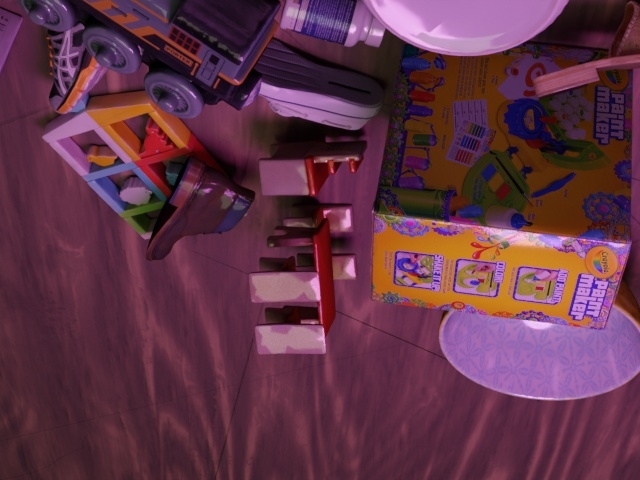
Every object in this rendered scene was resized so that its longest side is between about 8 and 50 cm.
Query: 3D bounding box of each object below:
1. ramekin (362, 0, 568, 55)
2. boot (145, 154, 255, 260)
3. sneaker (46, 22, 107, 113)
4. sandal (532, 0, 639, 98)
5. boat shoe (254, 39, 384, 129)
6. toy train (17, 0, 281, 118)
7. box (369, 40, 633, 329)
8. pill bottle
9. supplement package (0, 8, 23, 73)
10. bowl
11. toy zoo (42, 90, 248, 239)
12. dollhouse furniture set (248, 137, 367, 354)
[{"bbox_3d":[0.152,-0.312,1.304,0.273,0.127,0.273,7,143,6],"label":"ramekin"},{"bbox_3d":[-0.175,-0.023,1.757,0.106,0.082,0.219,22,140,-11],"label":"boot"},{"bbox_3d":[-0.307,-0.243,1.566,0.083,0.084,0.215,33,136,-6],"label":"sneaker"},{"bbox_3d":[0.349,-0.229,1.399,0.240,0.079,0.088,-16,-179,-5],"label":"sandal"},{"bbox_3d":[-0.036,-0.186,1.555,0.226,0.083,0.076,19,141,-12],"label":"boat shoe"},{"bbox_3d":[-0.198,-0.272,1.385,0.334,0.142,0.190,34,152,-6],"label":"toy train"},{"bbox_3d":[0.215,-0.075,1.463,0.279,0.290,0.177,7,143,7],"label":"box"},{"bbox_3d":[0.017,-0.265,1.451,0.120,0.067,0.067,15,143,-4],"label":"pill bottle"},{"bbox_3d":[-0.482,-0.183,1.541,0.139,0.244,0.134,24,141,-15],"label":"supplement package"},{"bbox_3d":[0.318,0.088,1.763,0.290,0.156,0.289,7,143,5],"label":"bowl"},{"bbox_3d":[-0.255,-0.114,1.751,0.192,0.030,0.293,-12,138,28],"label":"toy zoo"},{"bbox_3d":[0.000,0.000,1.672,0.135,0.262,0.259,-1,110,12],"label":"dollhouse furniture set"}]
